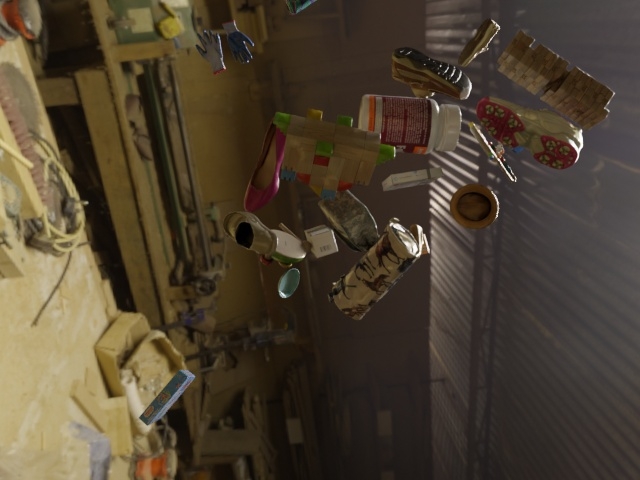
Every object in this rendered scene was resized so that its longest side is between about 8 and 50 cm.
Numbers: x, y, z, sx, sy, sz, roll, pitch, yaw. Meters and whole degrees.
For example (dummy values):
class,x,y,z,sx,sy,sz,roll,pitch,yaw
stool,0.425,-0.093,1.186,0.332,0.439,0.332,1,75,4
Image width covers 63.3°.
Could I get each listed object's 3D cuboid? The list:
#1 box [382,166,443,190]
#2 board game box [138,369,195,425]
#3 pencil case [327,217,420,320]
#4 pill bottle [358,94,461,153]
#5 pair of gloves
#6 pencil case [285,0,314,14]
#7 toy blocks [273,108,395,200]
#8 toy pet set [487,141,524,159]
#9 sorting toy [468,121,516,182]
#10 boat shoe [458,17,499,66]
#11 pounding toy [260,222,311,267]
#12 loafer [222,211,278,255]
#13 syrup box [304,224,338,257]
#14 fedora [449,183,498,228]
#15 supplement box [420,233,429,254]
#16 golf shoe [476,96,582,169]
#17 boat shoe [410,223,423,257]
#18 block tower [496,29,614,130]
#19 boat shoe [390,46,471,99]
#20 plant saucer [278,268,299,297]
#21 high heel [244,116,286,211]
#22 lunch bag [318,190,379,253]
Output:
class,x,y,z,sx,sy,sz,roll,pitch,yaw
box,0.329,-0.220,1.876,0.145,0.186,0.038,144,-65,-83
board game box,-0.435,0.447,1.494,0.039,0.160,0.211,38,-17,3
pencil case,0.201,0.110,1.946,0.183,0.159,0.410,50,-59,19
pill bottle,0.355,-0.471,2.126,0.224,0.391,0.224,-176,-90,-90
pair of gloves,-0.343,-0.700,1.877,0.159,0.198,0.023,67,-13,-13
pencil case,-0.045,-0.786,1.658,0.070,0.151,0.065,35,-22,48
toy blocks,0.023,-0.247,1.687,0.261,0.381,0.191,105,-5,-50
toy pet set,0.648,-0.314,1.798,0.065,0.114,0.122,64,12,25
sorting toy,0.700,-0.395,2.155,0.229,0.041,0.307,25,36,-47
boat shoe,0.600,-0.731,1.954,0.190,0.072,0.068,-52,-148,29
pounding toy,-0.151,0.046,2.033,0.110,0.182,0.237,-61,172,24
loafer,-0.240,-0.033,1.661,0.268,0.092,0.102,26,-82,44
syrup box,0.000,0.000,2.177,0.237,0.093,0.096,-141,-146,-80
fedora,0.609,-0.132,2.083,0.079,0.194,0.195,92,-11,-86
supplement box,0.525,0.023,2.711,0.036,0.062,0.099,-59,131,-63
golf shoe,0.583,-0.320,1.449,0.140,0.306,0.115,-49,167,-28
boat shoe,0.464,0.009,2.473,0.063,0.059,0.170,-6,-101,48
block tower,0.676,-0.461,1.500,0.335,0.097,0.091,37,-11,3
boat shoe,0.366,-0.547,1.765,0.324,0.122,0.120,44,-40,34
plant saucer,-0.125,0.158,1.964,0.119,0.021,0.119,-36,137,-41
high heel,-0.215,-0.283,1.928,0.377,0.127,0.181,-61,152,6
lunch bag,0.147,-0.072,2.369,0.287,0.169,0.235,54,-3,-42
